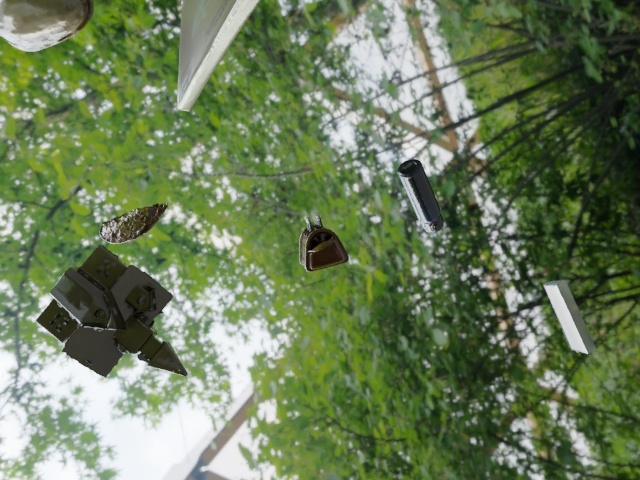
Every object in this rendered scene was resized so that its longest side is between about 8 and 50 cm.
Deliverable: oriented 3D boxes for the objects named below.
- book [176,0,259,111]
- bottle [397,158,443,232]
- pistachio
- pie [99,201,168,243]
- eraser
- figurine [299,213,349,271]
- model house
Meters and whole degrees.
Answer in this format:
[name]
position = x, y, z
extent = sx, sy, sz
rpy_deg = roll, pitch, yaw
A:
[book]
position = -0.112, -0.328, 0.723
extent = 0.021, 0.217, 0.311
rpy_deg = 11, -119, -29
[bottle]
position = 0.293, -0.120, 1.868
extent = 0.244, 0.072, 0.082
rpy_deg = 58, -176, -41
[pistachio]
position = -0.484, -0.396, 1.133
extent = 0.124, 0.184, 0.125
rpy_deg = 0, -90, -74
[pie]
position = -0.447, -0.037, 1.533
extent = 0.033, 0.190, 0.088
rpy_deg = 52, -152, -51
[eraser]
position = 0.504, 0.154, 1.325
extent = 0.104, 0.023, 0.151
rpy_deg = 52, -164, -84
[figurine]
position = -0.001, 0.000, 1.226
extent = 0.154, 0.082, 0.098
rpy_deg = -158, 56, -82
[model house]
position = -0.320, 0.148, 1.086
extent = 0.248, 0.181, 0.176
rpy_deg = 37, 170, 0
